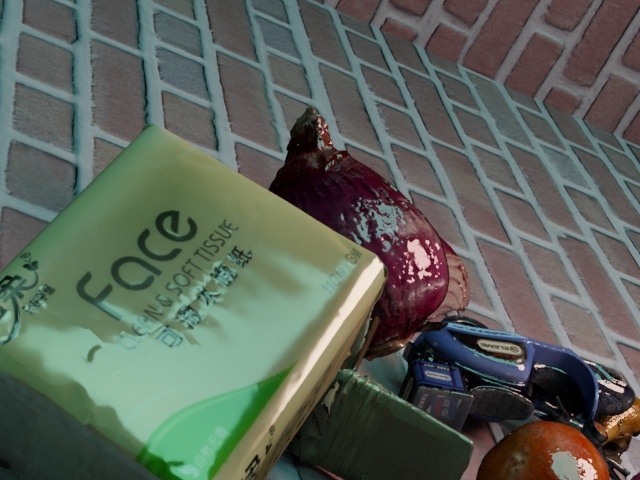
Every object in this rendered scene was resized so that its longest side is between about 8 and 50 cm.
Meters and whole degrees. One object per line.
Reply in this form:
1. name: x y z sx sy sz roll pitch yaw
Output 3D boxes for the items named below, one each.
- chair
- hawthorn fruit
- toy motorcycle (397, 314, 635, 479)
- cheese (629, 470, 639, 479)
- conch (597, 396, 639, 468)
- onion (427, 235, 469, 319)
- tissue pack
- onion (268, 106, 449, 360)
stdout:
1. chair: 0.031 0.192 1.845 0.319 0.160 0.186 27 24 1
2. hawthorn fruit: 0.280 0.311 1.882 0.173 0.173 0.173 25 23 -11
3. toy motorcycle: 0.278 0.217 2.091 0.358 0.125 0.213 11 31 -12
4. cheese: 0.408 0.352 1.981 0.244 0.155 0.062 -25 66 -44
5. conch: 0.410 0.282 2.201 0.080 0.086 0.232 3 33 47
6. onion: 0.119 0.014 2.389 0.247 0.111 0.250 40 26 21
7. tissue pack: -0.163 0.112 1.570 0.331 0.205 0.405 31 44 7
8. onion: 0.000 0.000 1.985 0.159 0.267 0.349 -16 80 -63
